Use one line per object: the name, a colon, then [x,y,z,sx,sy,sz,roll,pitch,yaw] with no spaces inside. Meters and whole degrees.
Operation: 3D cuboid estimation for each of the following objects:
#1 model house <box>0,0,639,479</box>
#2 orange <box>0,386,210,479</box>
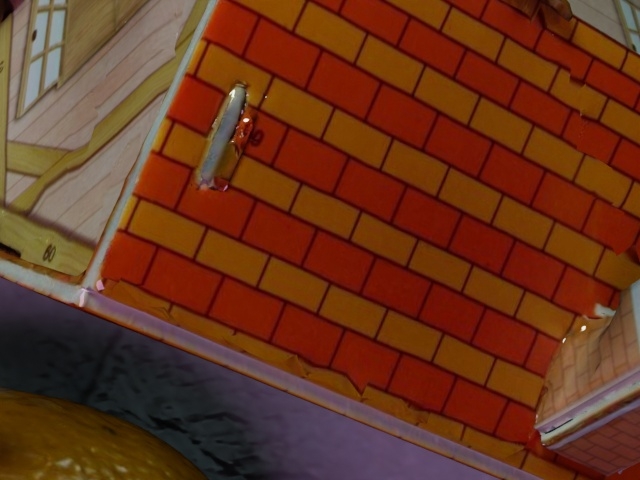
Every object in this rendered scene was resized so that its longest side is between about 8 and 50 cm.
model house: [0.002,0.000,0.448,0.294,0.154,0.207,26,132,-32]
orange: [-0.116,0.148,0.628,0.224,0.170,0.224,8,138,7]
